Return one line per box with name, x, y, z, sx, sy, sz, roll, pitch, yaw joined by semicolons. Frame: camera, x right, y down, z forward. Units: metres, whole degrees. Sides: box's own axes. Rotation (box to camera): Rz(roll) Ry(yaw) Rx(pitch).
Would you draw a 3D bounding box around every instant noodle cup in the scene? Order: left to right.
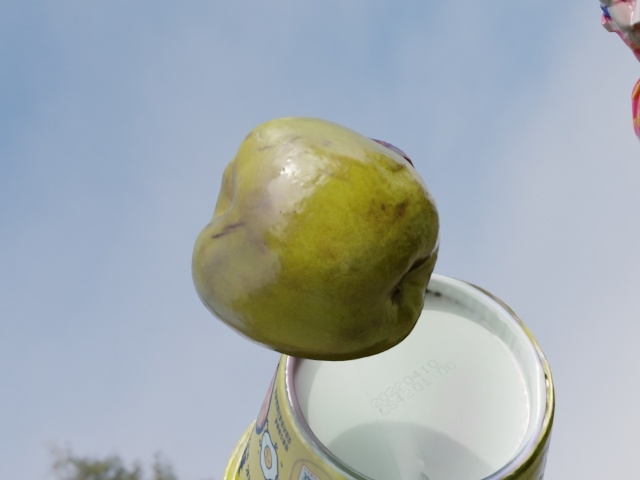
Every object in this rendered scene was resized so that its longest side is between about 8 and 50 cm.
instant noodle cup;0.075;0.196;1.760;0.325;0.325;0.254;-37;-24;-30

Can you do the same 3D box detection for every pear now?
pear;0.000;0.000;1.511;0.200;0.200;0.200;-38;-32;-29

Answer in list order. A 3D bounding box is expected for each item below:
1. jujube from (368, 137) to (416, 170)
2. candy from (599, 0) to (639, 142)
jujube;0.013;-0.047;1.821;0.166;0.104;0.104;-16;-42;-21
candy;0.267;-0.198;1.678;0.124;0.124;0.365;-48;-70;-13
